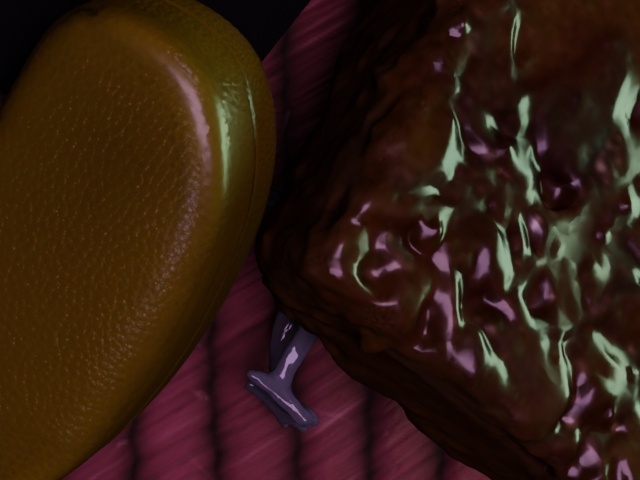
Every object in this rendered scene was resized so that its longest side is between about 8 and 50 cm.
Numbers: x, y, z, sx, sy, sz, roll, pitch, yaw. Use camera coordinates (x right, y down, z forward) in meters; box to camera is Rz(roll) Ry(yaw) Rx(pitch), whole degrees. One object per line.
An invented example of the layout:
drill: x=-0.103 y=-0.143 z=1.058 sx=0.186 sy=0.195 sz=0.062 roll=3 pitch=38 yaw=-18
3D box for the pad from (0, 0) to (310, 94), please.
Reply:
pad: x=-0.071 y=-0.213 z=1.169 sx=0.367 sy=0.007 sz=0.247 roll=-53 pitch=145 yaw=-7

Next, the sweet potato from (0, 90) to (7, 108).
sweet potato: x=-0.359 y=-0.038 z=1.096 sx=0.336 sy=0.131 sz=0.131 roll=-31 pitch=106 yaw=-15

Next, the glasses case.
glasses case: x=-0.151 y=0.015 z=1.109 sx=0.173 sy=0.141 sz=0.371 roll=36 pitch=114 yaw=7

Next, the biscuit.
biscuit: x=0.151 y=-0.039 z=1.212 sx=0.342 sy=0.166 sz=0.395 roll=39 pitch=65 yaw=-22

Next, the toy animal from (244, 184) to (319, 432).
toy animal: x=0.001 y=0.039 z=1.251 sx=0.367 sy=0.081 sz=0.206 roll=24 pitch=83 yaw=-29
